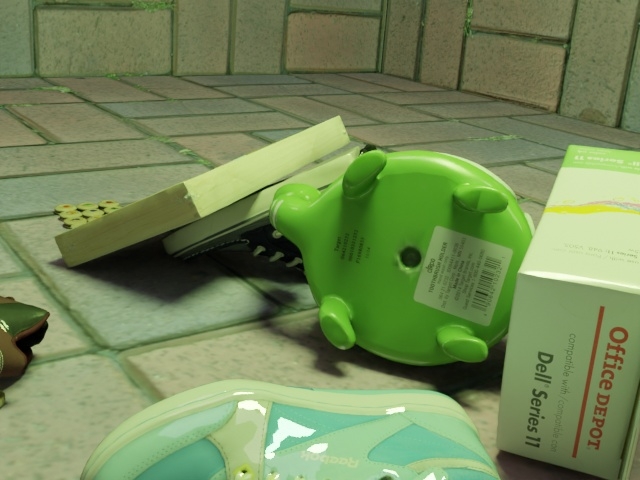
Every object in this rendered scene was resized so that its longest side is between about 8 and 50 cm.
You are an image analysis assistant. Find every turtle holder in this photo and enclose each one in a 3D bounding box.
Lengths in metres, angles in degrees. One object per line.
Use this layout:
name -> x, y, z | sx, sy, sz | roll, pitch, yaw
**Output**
turtle holder -> 0.095, 0.022, 0.921 | 0.320, 0.244, 0.227 | -13, 0, 20

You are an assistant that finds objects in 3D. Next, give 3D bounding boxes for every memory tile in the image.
memory tile -> -0.370, -0.040, 1.282 | 0.113, 0.012, 0.148 | -7, 23, -30

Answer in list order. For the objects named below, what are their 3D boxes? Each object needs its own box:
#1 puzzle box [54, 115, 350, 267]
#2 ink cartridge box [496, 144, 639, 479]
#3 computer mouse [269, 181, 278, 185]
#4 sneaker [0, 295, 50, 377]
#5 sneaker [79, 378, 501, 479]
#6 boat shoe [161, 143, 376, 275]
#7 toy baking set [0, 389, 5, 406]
puzzle box -> -0.160, -0.081, 1.163 | 0.272, 0.052, 0.409 | -17, 10, 34
ink cartridge box -> 0.252, 0.071, 0.734 | 0.119, 0.207, 0.353 | 11, 32, 21
computer mouse -> -0.036, -0.062, 1.359 | 0.184, 0.060, 0.262 | -18, 17, -39
sneaker -> -0.378, 0.073, 0.816 | 0.162, 0.106, 0.281 | 11, 20, -38
sneaker -> 0.002, 0.192, 0.530 | 0.318, 0.127, 0.208 | -3, 19, -17
boat shoe -> -0.052, -0.001, 1.102 | 0.340, 0.158, 0.127 | -21, 9, 17
toy baking set -> -0.407, 0.152, 0.695 | 0.196, 0.030, 0.256 | 7, 19, 7
